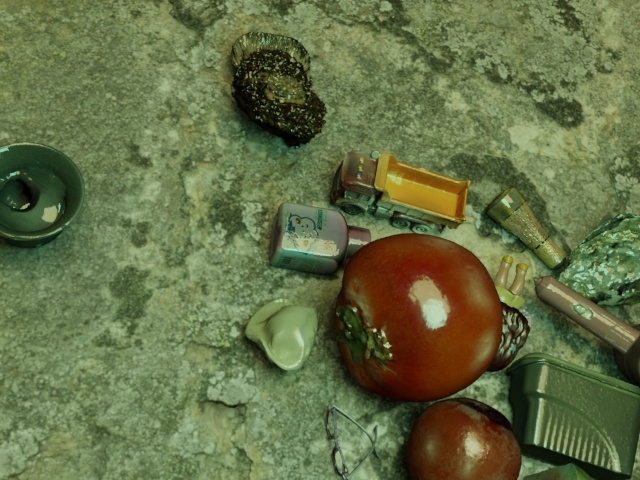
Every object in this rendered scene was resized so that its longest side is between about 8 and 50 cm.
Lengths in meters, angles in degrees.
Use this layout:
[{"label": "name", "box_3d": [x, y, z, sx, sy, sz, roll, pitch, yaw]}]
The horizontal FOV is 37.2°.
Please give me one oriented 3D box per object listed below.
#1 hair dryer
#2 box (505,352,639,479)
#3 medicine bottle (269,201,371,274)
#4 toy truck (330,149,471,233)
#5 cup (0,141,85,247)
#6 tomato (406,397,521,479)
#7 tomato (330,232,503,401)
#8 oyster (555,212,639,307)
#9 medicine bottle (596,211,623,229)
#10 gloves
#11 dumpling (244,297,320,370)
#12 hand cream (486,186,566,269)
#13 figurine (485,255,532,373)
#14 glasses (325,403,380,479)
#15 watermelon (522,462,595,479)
[{"label": "hair dryer", "box_3d": [0.572, 0.178, 1.889, 0.352, 0.210, 0.125, 32, 94, 3]}, {"label": "box", "box_3d": [0.489, 0.345, 1.843, 0.274, 0.138, 0.178, 19, 65, -6]}, {"label": "medicine bottle", "box_3d": [0.000, 0.000, 1.894, 0.187, 0.094, 0.119, 9, 64, -11]}, {"label": "toy truck", "box_3d": [0.164, -0.098, 1.966, 0.270, 0.135, 0.114, 16, 62, -8]}, {"label": "cup", "box_3d": [-0.535, -0.059, 1.740, 0.199, 0.150, 0.199, 7, 63, -13]}, {"label": "tomato", "box_3d": [0.261, 0.379, 1.713, 0.208, 0.208, 0.185, 15, 92, -8]}, {"label": "tomato", "box_3d": [0.183, 0.137, 1.756, 0.321, 0.321, 0.322, 6, 63, -13]}, {"label": "oyster", "box_3d": [0.616, 0.061, 1.983, 0.198, 0.268, 0.112, 35, 21, -14]}, {"label": "medicine bottle", "box_3d": [0.705, 0.012, 2.081, 0.191, 0.107, 0.107, 17, 61, -8]}, {"label": "gloves", "box_3d": [-0.088, -0.309, 1.997, 0.210, 0.135, 0.312, 25, 36, -26]}, {"label": "dumpling", "box_3d": [-0.076, 0.172, 1.788, 0.134, 0.100, 0.169, 13, 59, 5]}, {"label": "hand cream", "box_3d": [0.451, -0.021, 2.047, 0.203, 0.084, 0.084, 47, 62, 4]}, {"label": "figurine", "box_3d": [0.356, 0.151, 1.908, 0.174, 0.116, 0.240, 23, 60, -4]}, {"label": "glasses", "box_3d": [0.071, 0.367, 1.752, 0.103, 0.062, 0.140, -3, 66, -18]}, {"label": "watermelon", "box_3d": [0.446, 0.540, 1.712, 0.310, 0.231, 0.193, 52, 47, -40]}]
